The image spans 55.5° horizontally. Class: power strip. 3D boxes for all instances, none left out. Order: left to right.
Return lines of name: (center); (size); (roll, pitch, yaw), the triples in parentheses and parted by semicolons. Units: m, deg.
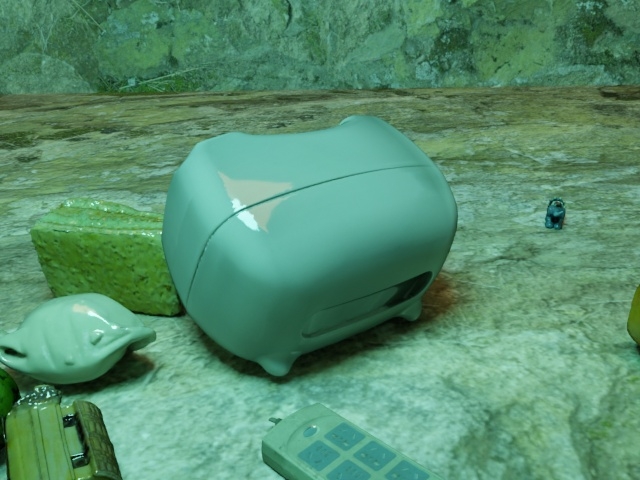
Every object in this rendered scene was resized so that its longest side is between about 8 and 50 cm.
power strip: (0.032, 0.204, 0.530); (0.227, 0.029, 0.080); (21, 32, 39)

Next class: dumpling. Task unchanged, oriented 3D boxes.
dumpling: (-0.267, 0.112, 0.692); (0.169, 0.100, 0.134); (-25, -10, -1)

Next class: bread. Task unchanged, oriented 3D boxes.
bread: (-0.270, 0.022, 0.818); (0.196, 0.138, 0.102); (5, 35, 12)

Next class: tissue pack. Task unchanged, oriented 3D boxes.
tissue pack: (0.000, 0.000, 0.727); (0.333, 0.229, 0.236); (-16, 59, -34)

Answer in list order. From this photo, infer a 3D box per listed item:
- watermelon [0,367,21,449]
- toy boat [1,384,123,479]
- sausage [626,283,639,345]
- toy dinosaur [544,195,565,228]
watermelon: (-0.327, 0.163, 0.558); (0.109, 0.109, 0.109); (-1, 24, 0)
toy boat: (-0.212, 0.199, 0.506); (0.088, 0.068, 0.226); (-6, 23, -30)
sausage: (0.476, 0.125, 0.603); (0.112, 0.112, 0.328); (-20, 31, -35)
toy dinosaur: (0.410, -0.051, 1.059); (0.030, 0.047, 0.083); (9, 25, 17)
